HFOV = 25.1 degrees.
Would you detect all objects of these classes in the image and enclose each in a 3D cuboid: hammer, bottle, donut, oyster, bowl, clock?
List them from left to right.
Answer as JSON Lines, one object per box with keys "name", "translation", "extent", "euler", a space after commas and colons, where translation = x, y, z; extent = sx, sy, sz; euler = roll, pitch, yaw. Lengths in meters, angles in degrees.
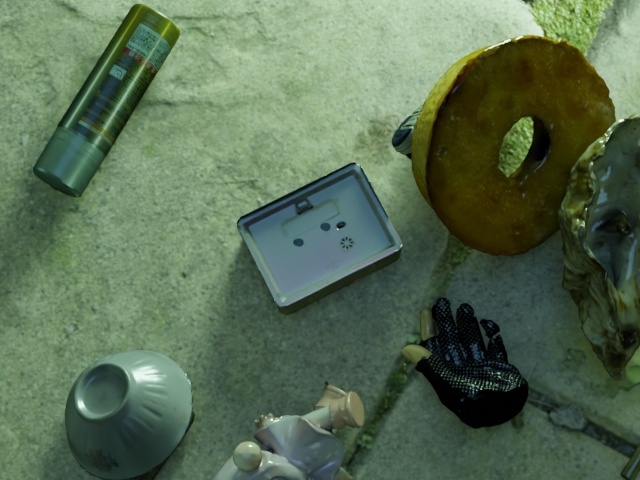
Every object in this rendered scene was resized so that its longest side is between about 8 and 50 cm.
{"name": "bottle", "translation": [-0.304, -0.198, 2.041], "extent": [0.082, 0.082, 0.286], "euler": [28, 78, 9]}
{"name": "bowl", "translation": [-0.271, 0.216, 1.900], "extent": [0.189, 0.086, 0.189], "euler": [-10, 60, 17]}
{"name": "clock", "translation": [0.000, 0.000, 1.981], "extent": [0.192, 0.071, 0.147], "euler": [-27, 76, -4]}
{"name": "donut", "translation": [0.249, -0.131, 1.933], "extent": [0.303, 0.110, 0.302], "euler": [-5, 103, -24]}
{"name": "oyster", "translation": [0.380, 0.008, 1.907], "extent": [0.166, 0.110, 0.341], "euler": [-12, 101, -38]}
{"name": "hammer", "translation": [0.465, 0.239, 1.927], "extent": [0.062, 0.013, 0.199], "euler": [33, 80, 11]}

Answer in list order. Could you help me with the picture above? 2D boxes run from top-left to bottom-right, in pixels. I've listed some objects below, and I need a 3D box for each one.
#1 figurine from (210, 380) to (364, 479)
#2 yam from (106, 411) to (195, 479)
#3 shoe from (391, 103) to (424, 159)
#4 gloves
{"name": "figurine", "translation": [-0.049, 0.302, 1.876], "extent": [0.276, 0.200, 0.133], "euler": [-48, 37, -10]}
{"name": "yam", "translation": [-0.262, 0.332, 1.915], "extent": [0.061, 0.061, 0.274], "euler": [33, 78, 10]}
{"name": "shoe", "translation": [0.199, -0.167, 2.016], "extent": [0.207, 0.091, 0.106], "euler": [-42, 100, -12]}
{"name": "gloves", "translation": [0.187, 0.163, 1.930], "extent": [0.129, 0.106, 0.180], "euler": [-29, 48, -6]}
